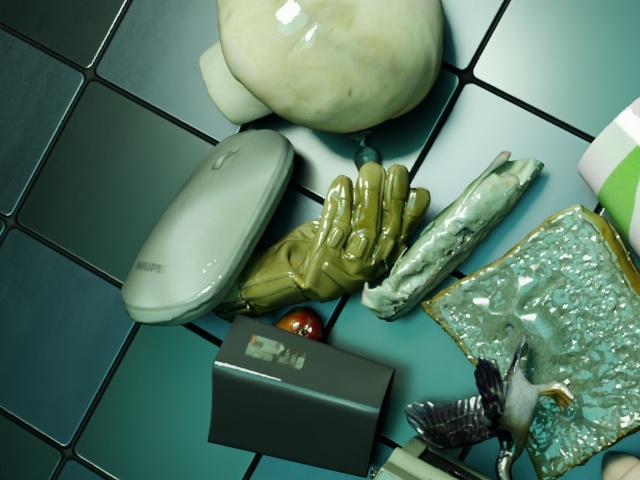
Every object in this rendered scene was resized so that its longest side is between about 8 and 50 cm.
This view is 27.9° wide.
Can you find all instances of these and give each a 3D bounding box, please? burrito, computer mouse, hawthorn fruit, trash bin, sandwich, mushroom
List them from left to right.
[{"bbox_3d":[-0.158,-0.025,1.747,0.197,0.095,0.331,2,55,44],"label":"computer mouse"},{"bbox_3d":[-0.027,0.217,1.732,0.225,0.115,0.165,16,131,9],"label":"trash bin"},{"bbox_3d":[-0.026,0.128,1.788,0.077,0.077,0.077,-1,86,11],"label":"hawthorn fruit"},{"bbox_3d":[-0.020,-0.295,1.690,0.353,0.325,0.353,0,92,7],"label":"mushroom"},{"bbox_3d":[0.180,-0.008,1.732,0.309,0.096,0.066,-43,68,-3],"label":"burrito"},{"bbox_3d":[0.324,0.131,1.692,0.271,0.099,0.301,-37,80,18],"label":"sandwich"}]

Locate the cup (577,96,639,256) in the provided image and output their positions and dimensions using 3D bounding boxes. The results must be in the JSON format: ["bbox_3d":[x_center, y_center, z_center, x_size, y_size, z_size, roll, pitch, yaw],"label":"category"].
[{"bbox_3d":[0.480,-0.053,1.623,0.253,0.253,0.274,-42,73,6],"label":"cup"}]

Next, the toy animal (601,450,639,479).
[{"bbox_3d":[0.420,0.417,1.619,0.326,0.237,0.269,-32,91,10],"label":"toy animal"}]

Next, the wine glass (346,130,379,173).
[{"bbox_3d":[0.063,-0.110,1.808,0.042,0.039,0.083,-16,88,31],"label":"wine glass"}]

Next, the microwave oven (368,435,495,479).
[{"bbox_3d":[0.111,0.407,1.594,0.218,0.355,0.286,29,93,10],"label":"microwave oven"}]

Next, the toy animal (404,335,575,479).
[{"bbox_3d":[0.241,0.222,1.598,0.160,0.272,0.197,-30,76,-16],"label":"toy animal"}]

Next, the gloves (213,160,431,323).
[{"bbox_3d":[0.003,0.015,1.752,0.331,0.154,0.141,-24,65,15],"label":"gloves"}]
